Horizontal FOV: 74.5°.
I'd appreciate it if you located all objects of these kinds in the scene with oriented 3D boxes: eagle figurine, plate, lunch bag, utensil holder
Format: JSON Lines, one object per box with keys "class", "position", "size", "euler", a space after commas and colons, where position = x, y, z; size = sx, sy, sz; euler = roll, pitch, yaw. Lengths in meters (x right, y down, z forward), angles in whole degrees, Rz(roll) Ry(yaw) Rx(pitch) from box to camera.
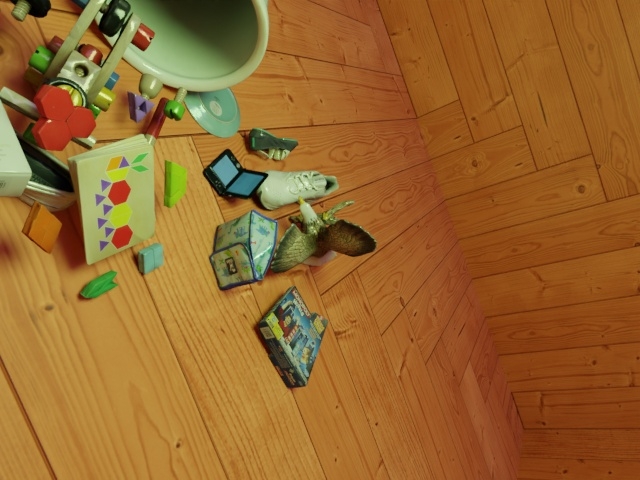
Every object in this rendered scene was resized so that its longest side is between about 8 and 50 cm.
{"class": "eagle figurine", "position": [-0.007, -0.007, 1.059], "size": [0.225, 0.226, 0.298], "euler": [31, 16, -19]}
{"class": "plate", "position": [-0.261, -0.348, 1.042], "size": [0.188, 0.024, 0.188], "euler": [31, 51, -47]}
{"class": "lunch bag", "position": [-0.168, 0.027, 0.911], "size": [0.096, 0.128, 0.152], "euler": [24, 58, -43]}
{"class": "utensil holder", "position": [-0.264, -0.574, 0.880], "size": [0.327, 0.327, 0.386], "euler": [31, 48, -45]}

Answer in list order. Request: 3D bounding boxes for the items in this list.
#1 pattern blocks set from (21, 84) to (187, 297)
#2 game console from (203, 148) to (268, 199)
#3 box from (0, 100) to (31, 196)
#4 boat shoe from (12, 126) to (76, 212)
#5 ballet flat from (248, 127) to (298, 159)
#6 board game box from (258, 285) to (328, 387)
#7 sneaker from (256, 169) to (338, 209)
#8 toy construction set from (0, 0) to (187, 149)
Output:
{"class": "pattern blocks set", "position": [-0.321, -0.068, 0.663], "size": [0.285, 0.026, 0.325], "euler": [-27, 135, -61]}
{"class": "game console", "position": [-0.199, -0.161, 1.004], "size": [0.107, 0.071, 0.122], "euler": [56, 36, -24]}
{"class": "box", "position": [-0.505, -0.190, 0.462], "size": [0.232, 0.058, 0.322], "euler": [-12, 67, -57]}
{"class": "boat shoe", "position": [-0.462, -0.135, 0.595], "size": [0.258, 0.084, 0.095], "euler": [35, 49, -44]}
{"class": "ballet flat", "position": [-0.130, -0.260, 1.163], "size": [0.203, 0.074, 0.074], "euler": [-7, 81, -63]}
{"class": "board game box", "position": [-0.060, 0.222, 1.044], "size": [0.194, 0.060, 0.194], "euler": [63, 33, -15]}
{"class": "sneaker", "position": [-0.062, -0.155, 1.150], "size": [0.297, 0.129, 0.111], "euler": [-17, 92, -56]}
{"class": "toy construction set", "position": [-0.376, -0.224, 0.687], "size": [0.309, 0.257, 0.238], "euler": [44, 57, -59]}
